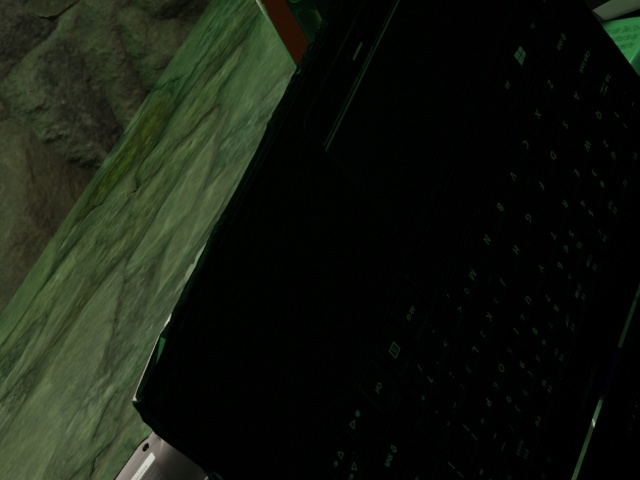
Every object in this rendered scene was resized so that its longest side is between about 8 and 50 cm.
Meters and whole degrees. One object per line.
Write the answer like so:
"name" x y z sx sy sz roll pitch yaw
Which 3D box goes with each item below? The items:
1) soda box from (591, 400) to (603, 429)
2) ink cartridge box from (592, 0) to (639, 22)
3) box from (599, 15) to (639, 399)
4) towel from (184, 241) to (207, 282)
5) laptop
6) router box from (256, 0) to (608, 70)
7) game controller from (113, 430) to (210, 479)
"soda box" 0.163 0.010 0.790 0.098 0.091 0.286 -50 16 16
"ink cartridge box" 0.205 -0.262 1.169 0.211 0.121 0.289 -59 15 -14
"box" 0.103 -0.016 0.710 0.137 0.072 0.126 -56 15 -6
"towel" 0.019 -0.032 1.345 0.332 0.053 0.317 -52 19 8
"laptop" 0.114 0.026 0.524 0.136 0.264 0.234 -9 45 43
"router box" 0.160 -0.178 0.824 0.301 0.082 0.335 -29 1 24
"game controller" -0.097 0.200 1.177 0.319 0.067 0.166 -53 29 5
